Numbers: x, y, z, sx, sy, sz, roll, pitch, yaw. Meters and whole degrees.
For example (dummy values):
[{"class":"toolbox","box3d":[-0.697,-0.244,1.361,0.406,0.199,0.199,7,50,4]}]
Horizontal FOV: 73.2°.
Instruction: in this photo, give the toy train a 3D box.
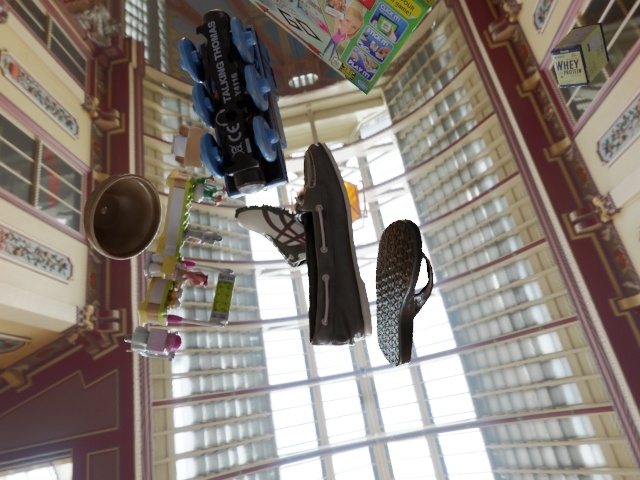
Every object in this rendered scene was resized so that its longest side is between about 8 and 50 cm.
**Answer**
[{"class":"toy train","box3d":[-0.078,-0.131,0.432,0.080,0.105,0.184,-15,-97,12]}]

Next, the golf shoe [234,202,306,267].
[{"class":"golf shoe","box3d":[-0.076,-0.006,0.983,0.272,0.105,0.120,15,-104,6]}]

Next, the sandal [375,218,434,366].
[{"class":"sandal","box3d":[0.222,0.133,1.137,0.106,0.447,0.168,-13,-146,-20]}]

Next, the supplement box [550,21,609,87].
[{"class":"supplement box","box3d":[0.509,-0.361,0.844,0.083,0.083,0.056,-44,-150,-15]}]

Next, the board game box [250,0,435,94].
[{"class":"board game box","box3d":[0.012,-0.426,0.741,0.317,0.213,0.046,37,-117,-5]}]

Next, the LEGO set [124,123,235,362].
[{"class":"LEGO set","box3d":[-0.153,0.006,0.544,0.106,0.132,0.288,11,-106,-11]}]

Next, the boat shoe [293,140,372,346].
[{"class":"boat shoe","box3d":[0.000,0.000,0.680,0.095,0.112,0.336,-10,-103,-12]}]

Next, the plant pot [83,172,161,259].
[{"class":"plant pot","box3d":[-0.570,-0.073,1.200,0.109,0.237,0.238,13,-109,23]}]
